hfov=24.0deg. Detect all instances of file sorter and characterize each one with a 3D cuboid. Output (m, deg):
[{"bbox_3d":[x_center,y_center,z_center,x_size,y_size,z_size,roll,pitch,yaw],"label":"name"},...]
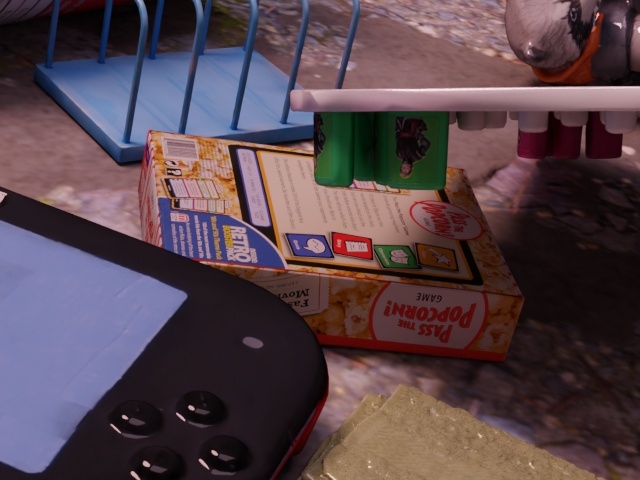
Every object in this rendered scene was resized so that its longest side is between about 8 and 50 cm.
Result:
[{"bbox_3d":[-0.077,-0.131,0.969,0.170,0.104,0.118,-11,37,-36],"label":"file sorter"}]

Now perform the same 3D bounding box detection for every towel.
[{"bbox_3d":[0.067,0.118,0.673,0.148,0.027,0.110,22,29,18],"label":"towel"}]

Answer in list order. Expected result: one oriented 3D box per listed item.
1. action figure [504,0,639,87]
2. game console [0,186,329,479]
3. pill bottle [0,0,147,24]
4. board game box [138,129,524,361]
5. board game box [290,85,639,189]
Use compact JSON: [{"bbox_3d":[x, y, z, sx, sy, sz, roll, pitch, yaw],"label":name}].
[{"bbox_3d":[0.295,-0.167,1.127,0.330,0.178,0.341,-3,8,-18],"label":"action figure"},{"bbox_3d":[-0.216,0.064,0.617,0.386,0.060,0.342,20,29,12],"label":"game console"},{"bbox_3d":[-0.228,-0.256,0.995,0.229,0.229,0.408,34,34,32],"label":"pill bottle"},{"bbox_3d":[0.000,0.000,0.832,0.193,0.045,0.147,7,29,-12],"label":"board game box"},{"bbox_3d":[0.239,-0.058,0.798,0.390,0.050,0.390,2,7,25],"label":"board game box"}]
